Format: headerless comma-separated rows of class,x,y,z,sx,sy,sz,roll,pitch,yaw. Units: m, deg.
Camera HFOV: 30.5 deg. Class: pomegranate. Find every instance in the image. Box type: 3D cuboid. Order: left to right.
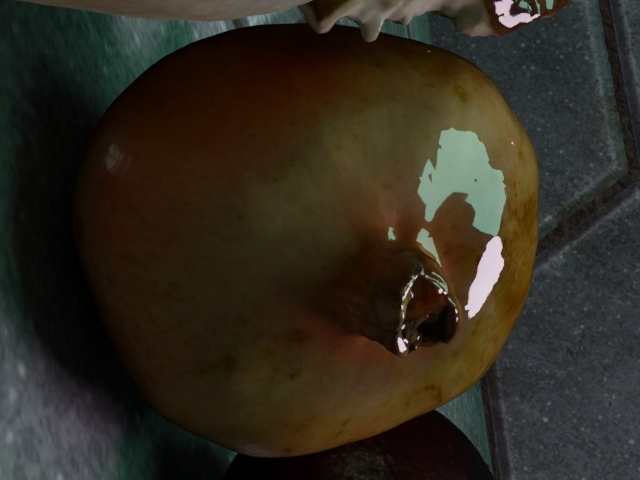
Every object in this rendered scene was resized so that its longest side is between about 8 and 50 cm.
pomegranate,0.000,0.000,0.627,0.270,0.252,0.229,20,-64,62

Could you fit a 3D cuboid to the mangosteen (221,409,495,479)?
mangosteen,0.057,0.210,0.732,0.235,0.261,0.235,3,90,-87

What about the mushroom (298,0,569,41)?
mushroom,0.020,-0.207,0.644,0.208,0.233,0.302,-65,-162,4

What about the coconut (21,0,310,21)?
coconut,-0.078,-0.267,0.357,0.345,0.415,0.415,30,51,-61
